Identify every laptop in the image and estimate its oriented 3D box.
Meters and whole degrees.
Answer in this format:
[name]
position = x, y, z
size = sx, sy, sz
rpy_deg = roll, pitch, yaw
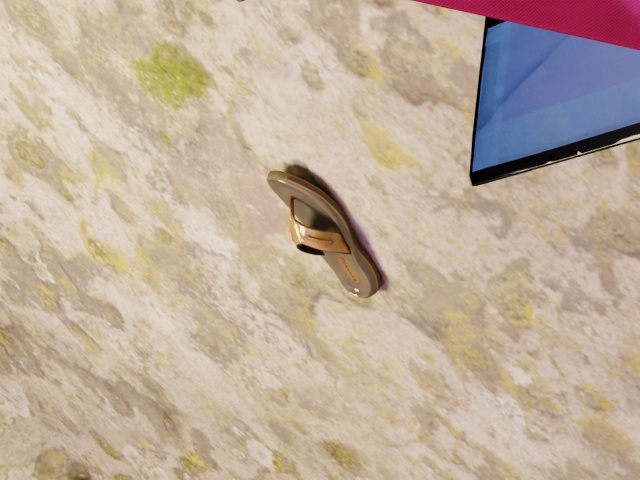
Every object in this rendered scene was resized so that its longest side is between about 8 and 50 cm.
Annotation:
[laptop]
position = 0.135, -0.199, 1.478
size = 0.264, 0.136, 0.234
rpy_deg = 50, 152, -14

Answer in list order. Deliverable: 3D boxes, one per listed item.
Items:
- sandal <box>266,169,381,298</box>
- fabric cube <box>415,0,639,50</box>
[sandal]
position = 0.000, 0.000, 2.048
size = 0.072, 0.049, 0.180
rpy_deg = 2, 133, 52
[fabric cube]
position = 0.160, -0.282, 1.102
size = 0.258, 0.254, 0.259
rpy_deg = 16, 130, 24
